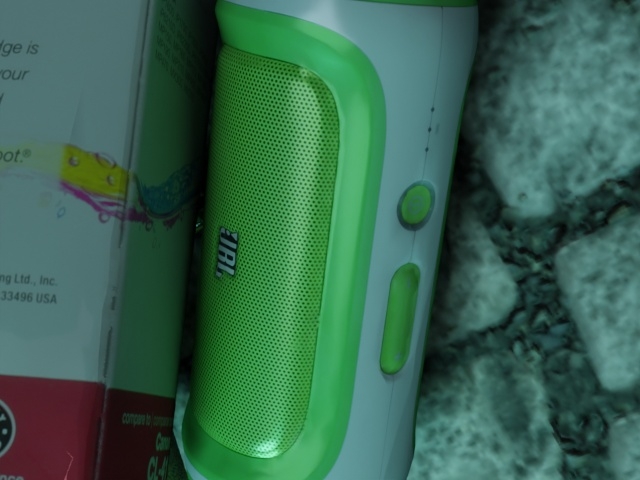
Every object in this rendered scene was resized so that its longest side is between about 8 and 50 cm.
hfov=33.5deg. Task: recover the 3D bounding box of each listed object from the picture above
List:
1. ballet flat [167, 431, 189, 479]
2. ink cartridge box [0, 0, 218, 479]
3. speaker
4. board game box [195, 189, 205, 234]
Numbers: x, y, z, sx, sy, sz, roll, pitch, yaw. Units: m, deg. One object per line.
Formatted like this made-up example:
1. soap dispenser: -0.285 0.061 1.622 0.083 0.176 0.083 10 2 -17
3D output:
1. ballet flat: -0.174 0.052 0.601 0.316 0.107 0.106 36 102 8
2. ink cartridge box: -0.178 -0.018 0.510 0.226 0.131 0.306 4 77 9
3. speaker: 0.000 0.000 0.532 0.131 0.131 0.296 13 109 18
4. board game box: -0.188 -0.077 0.640 0.136 0.030 0.259 -38 88 24
